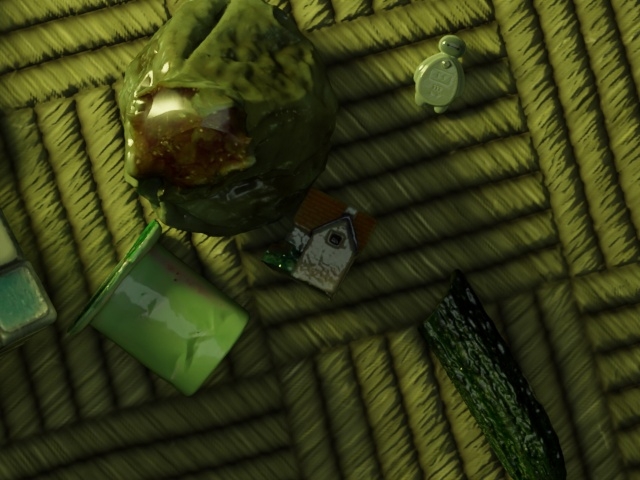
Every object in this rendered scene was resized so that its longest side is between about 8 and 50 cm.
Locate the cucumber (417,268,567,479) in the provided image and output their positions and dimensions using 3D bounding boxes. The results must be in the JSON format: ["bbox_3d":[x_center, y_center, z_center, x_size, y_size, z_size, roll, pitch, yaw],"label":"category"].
[{"bbox_3d":[0.186,0.159,1.690,0.077,0.077,0.265,-33,90,-2],"label":"cucumber"}]

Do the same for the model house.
[{"bbox_3d":[0.000,0.000,1.674,0.088,0.100,0.100,29,87,1],"label":"model house"}]

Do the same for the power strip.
[{"bbox_3d":[0.130,-0.179,1.721,0.055,0.035,0.083,20,101,-1],"label":"power strip"}]

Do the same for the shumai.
[{"bbox_3d":[-0.086,-0.143,1.608,0.225,0.222,0.260,15,72,-6],"label":"shumai"}]

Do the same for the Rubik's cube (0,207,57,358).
[{"bbox_3d":[-0.448,0.041,1.545,0.256,0.259,0.253,-26,90,-33],"label":"Rubik's cube"}]

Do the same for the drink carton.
[{"bbox_3d":[-0.160,0.078,1.655,0.142,0.146,0.144,40,88,-9],"label":"drink carton"}]
